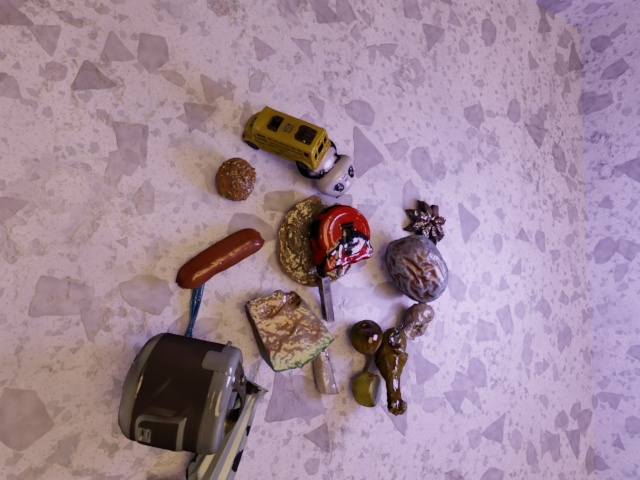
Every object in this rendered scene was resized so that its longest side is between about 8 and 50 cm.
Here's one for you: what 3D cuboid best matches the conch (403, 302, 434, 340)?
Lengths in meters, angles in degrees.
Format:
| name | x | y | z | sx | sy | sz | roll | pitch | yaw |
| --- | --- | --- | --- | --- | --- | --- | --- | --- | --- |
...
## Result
| name | x | y | z | sx | sy | sz | roll | pitch | yaw |
| --- | --- | --- | --- | --- | --- | --- | --- | --- | --- |
| conch | 0.436 | 0.368 | 1.802 | 0.207 | 0.130 | 0.155 | -41 | 108 | -45 |

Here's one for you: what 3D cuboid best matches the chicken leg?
| name | x | y | z | sx | sy | sz | roll | pitch | yaw |
| --- | --- | --- | --- | --- | --- | --- | --- | --- | --- |
| chicken leg | 0.293 | 0.539 | 1.672 | 0.141 | 0.211 | 0.360 | 1 | 57 | 12 |

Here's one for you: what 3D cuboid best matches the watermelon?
| name | x | y | z | sx | sy | sz | roll | pitch | yaw |
| --- | --- | --- | --- | --- | --- | --- | --- | --- | --- |
| watermelon | -0.122 | 0.325 | 1.517 | 0.264 | 0.151 | 0.301 | -25 | 79 | -25 |

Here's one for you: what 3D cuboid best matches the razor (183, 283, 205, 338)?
| name | x | y | z | sx | sy | sz | roll | pitch | yaw |
| --- | --- | --- | --- | --- | --- | --- | --- | --- | --- |
| razor | -0.443 | 0.260 | 1.395 | 0.082 | 0.042 | 0.252 | 8 | 77 | 5 |

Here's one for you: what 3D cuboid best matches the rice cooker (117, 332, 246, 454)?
| name | x | y | z | sx | sy | sz | roll | pitch | yaw |
| --- | --- | --- | --- | --- | --- | --- | --- | --- | --- |
| rice cooker | -0.389 | 0.460 | 1.209 | 0.326 | 0.335 | 0.334 | 13 | 77 | -4 |

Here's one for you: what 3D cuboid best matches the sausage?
| name | x | y | z | sx | sy | sz | roll | pitch | yaw |
| --- | --- | --- | --- | --- | --- | --- | --- | --- | --- |
| sausage | -0.352 | 0.056 | 1.428 | 0.349 | 0.097 | 0.093 | -32 | 142 | -29 |

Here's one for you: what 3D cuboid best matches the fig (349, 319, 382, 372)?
| name | x | y | z | sx | sy | sz | roll | pitch | yaw |
| --- | --- | --- | --- | --- | --- | --- | --- | --- | --- |
| fig | 0.196 | 0.453 | 1.685 | 0.149 | 0.149 | 0.244 | -19 | 116 | -29 |

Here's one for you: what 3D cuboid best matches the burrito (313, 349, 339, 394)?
| name | x | y | z | sx | sy | sz | roll | pitch | yaw |
| --- | --- | --- | --- | --- | --- | --- | --- | --- | --- |
| burrito | 0.012 | 0.511 | 1.602 | 0.087 | 0.060 | 0.225 | -11 | 91 | -34 |

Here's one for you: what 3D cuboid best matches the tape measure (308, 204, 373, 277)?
| name | x | y | z | sx | sy | sz | roll | pitch | yaw |
| --- | --- | --- | --- | --- | --- | --- | --- | --- | --- |
| tape measure | 0.076 | -0.010 | 1.579 | 0.254 | 0.114 | 0.260 | -16 | 97 | -28 |

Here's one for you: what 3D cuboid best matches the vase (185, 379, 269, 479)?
| name | x | y | z | sx | sy | sz | roll | pitch | yaw |
| --- | --- | --- | --- | --- | --- | --- | --- | --- | --- |
| vase | -0.308 | 0.656 | 1.370 | 0.165 | 0.165 | 0.359 | 35 | 65 | -21 |

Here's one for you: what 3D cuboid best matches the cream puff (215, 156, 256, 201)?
| name | x | y | z | sx | sy | sz | roll | pitch | yaw |
| --- | --- | --- | --- | --- | --- | --- | --- | --- | --- |
| cream puff | -0.305 | -0.224 | 1.478 | 0.150 | 0.115 | 0.165 | -16 | 94 | -25 |

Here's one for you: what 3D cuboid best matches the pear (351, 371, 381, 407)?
| name | x | y | z | sx | sy | sz | roll | pitch | yaw |
| --- | --- | --- | --- | --- | --- | --- | --- | --- | --- |
| pear | 0.184 | 0.610 | 1.660 | 0.141 | 0.104 | 0.140 | -1 | 91 | -60 |

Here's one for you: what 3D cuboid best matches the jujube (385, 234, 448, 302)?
| name | x | y | z | sx | sy | sz | roll | pitch | yaw |
| --- | --- | --- | --- | --- | --- | --- | --- | --- | --- |
| jujube | 0.414 | 0.117 | 1.757 | 0.308 | 0.246 | 0.215 | 48 | 46 | -1 |

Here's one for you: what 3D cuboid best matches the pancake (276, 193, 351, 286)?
| name | x | y | z | sx | sy | sz | roll | pitch | yaw |
| --- | --- | --- | --- | --- | --- | --- | --- | --- | --- |
| pancake | 0.000 | 0.000 | 1.643 | 0.383 | 0.071 | 0.381 | 1 | 89 | -29 |

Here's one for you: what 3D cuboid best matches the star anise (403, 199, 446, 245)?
| name | x | y | z | sx | sy | sz | roll | pitch | yaw |
| --- | --- | --- | --- | --- | --- | --- | --- | --- | --- |
| star anise | 0.515 | -0.077 | 1.916 | 0.223 | 0.109 | 0.235 | -39 | 101 | -30 |

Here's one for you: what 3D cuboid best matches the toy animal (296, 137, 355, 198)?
| name | x | y | z | sx | sy | sz | roll | pitch | yaw |
| --- | --- | --- | --- | --- | --- | --- | --- | --- | --- |
| toy animal | 0.034 | -0.287 | 1.639 | 0.235 | 0.165 | 0.187 | 43 | 82 | -18 |

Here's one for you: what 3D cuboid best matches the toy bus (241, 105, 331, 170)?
| name | x | y | z | sx | sy | sz | roll | pitch | yaw |
| --- | --- | --- | --- | --- | --- | --- | --- | --- | --- |
| toy bus | -0.137 | -0.392 | 1.492 | 0.332 | 0.151 | 0.145 | 24 | 78 | 14 |

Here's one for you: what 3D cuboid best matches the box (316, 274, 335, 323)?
| name | x | y | z | sx | sy | sz | roll | pitch | yaw |
| --- | --- | --- | --- | --- | --- | --- | --- | --- | --- |
| box | 0.021 | 0.230 | 1.608 | 0.041 | 0.050 | 0.206 | -19 | 113 | -25 |
